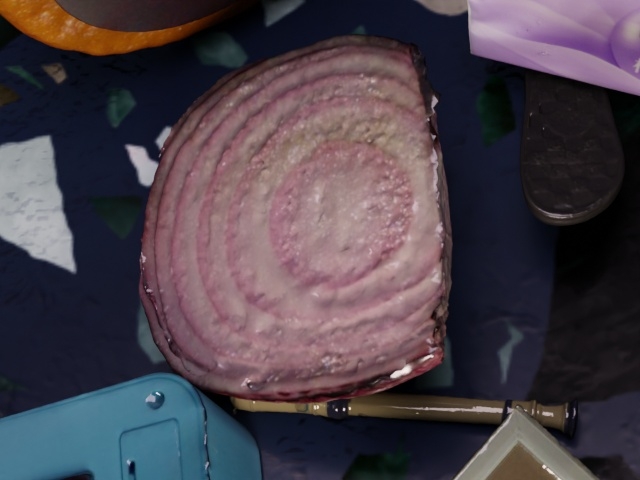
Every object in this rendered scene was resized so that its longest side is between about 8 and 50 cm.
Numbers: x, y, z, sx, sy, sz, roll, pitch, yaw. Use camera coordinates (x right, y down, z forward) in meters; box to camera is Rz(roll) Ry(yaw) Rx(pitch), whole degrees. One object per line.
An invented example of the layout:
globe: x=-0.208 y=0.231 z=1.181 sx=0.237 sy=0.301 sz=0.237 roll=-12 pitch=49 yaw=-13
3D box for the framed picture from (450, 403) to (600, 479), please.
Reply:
framed picture: x=0.146 y=0.265 z=1.177 sx=0.274 sy=0.017 sz=0.217 roll=44 pitch=76 yaw=2

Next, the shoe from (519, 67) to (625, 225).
shoe: x=0.171 y=-0.065 z=1.378 sx=0.071 sy=0.049 sz=0.179 roll=0 pitch=45 yaw=3

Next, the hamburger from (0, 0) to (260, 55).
hamburger: x=-0.133 y=-0.316 z=1.409 sx=0.330 sy=0.330 sz=0.250 roll=-30 pitch=61 yaw=-5

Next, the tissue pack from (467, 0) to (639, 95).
tissue pack: x=0.295 y=-0.213 z=1.353 sx=0.338 sy=0.160 sz=0.242 roll=15 pitch=61 yaw=18

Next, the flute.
flute: x=0.054 y=0.110 z=1.321 sx=0.233 sy=0.027 sz=0.027 roll=3 pitch=64 yaw=13

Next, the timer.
timer: x=-0.162 y=0.224 z=1.292 sx=0.250 sy=0.091 sz=0.231 roll=-14 pitch=62 yaw=16

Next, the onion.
onion: x=0.000 y=0.000 z=1.349 sx=0.247 sy=0.111 sz=0.250 roll=-13 pitch=68 yaw=33
